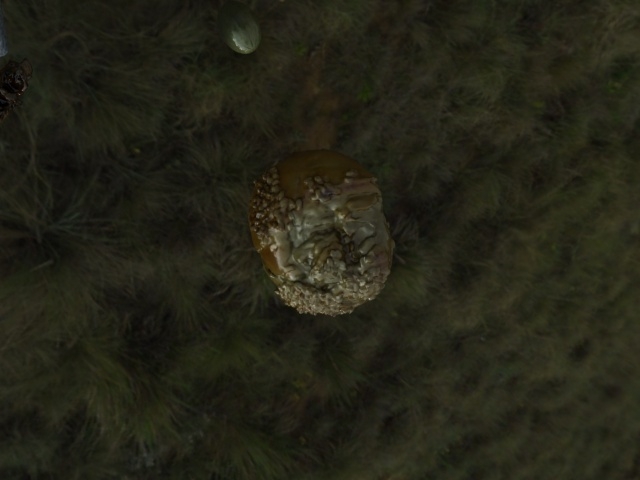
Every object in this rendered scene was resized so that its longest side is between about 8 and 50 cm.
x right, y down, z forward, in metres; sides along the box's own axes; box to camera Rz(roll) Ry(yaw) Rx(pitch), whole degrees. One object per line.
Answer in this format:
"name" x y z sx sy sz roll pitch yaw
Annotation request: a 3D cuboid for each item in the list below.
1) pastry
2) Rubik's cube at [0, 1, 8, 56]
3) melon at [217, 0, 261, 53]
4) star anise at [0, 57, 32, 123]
"pastry" 0.000 0.000 1.039 0.162 0.254 0.311 -60 133 -63
"Rubik's cube" -0.549 -0.364 0.610 0.303 0.301 0.305 -25 144 -35
"melon" -0.191 -0.502 1.394 0.097 0.131 0.098 -25 172 -4
"star anise" -0.694 -0.320 1.296 0.073 0.233 0.177 35 81 -37
